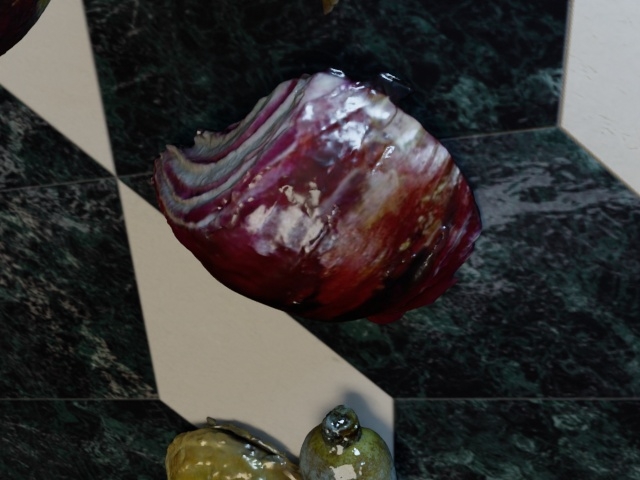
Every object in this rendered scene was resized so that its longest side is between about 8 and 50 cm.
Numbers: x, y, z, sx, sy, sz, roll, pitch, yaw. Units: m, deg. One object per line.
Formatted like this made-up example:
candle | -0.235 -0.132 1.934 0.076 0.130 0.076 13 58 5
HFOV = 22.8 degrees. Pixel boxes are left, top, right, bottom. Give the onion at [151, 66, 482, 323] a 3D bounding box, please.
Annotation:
onion | 0.000 0.000 1.423 0.280 0.146 0.314 40 138 -19

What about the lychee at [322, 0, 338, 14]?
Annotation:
lychee | 0.003 -0.254 1.110 0.165 0.165 0.197 2 107 31

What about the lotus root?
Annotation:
lotus root | 0.029 0.252 1.734 0.113 0.088 0.192 19 142 24

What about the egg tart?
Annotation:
egg tart | -0.090 0.324 1.894 0.231 0.098 0.252 -4 128 32

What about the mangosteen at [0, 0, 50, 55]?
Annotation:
mangosteen | -0.343 -0.267 1.238 0.311 0.311 0.311 18 141 15
